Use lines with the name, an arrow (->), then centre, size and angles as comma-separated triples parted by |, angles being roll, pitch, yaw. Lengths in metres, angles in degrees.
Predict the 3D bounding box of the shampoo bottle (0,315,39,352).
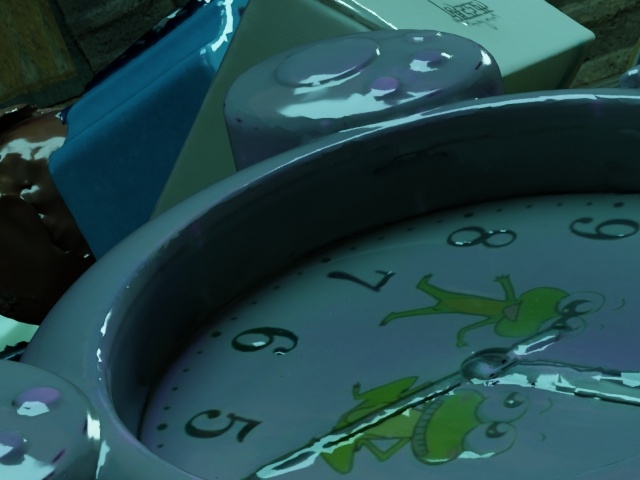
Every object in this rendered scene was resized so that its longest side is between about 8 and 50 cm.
shampoo bottle -> -0.361, 0.149, 1.547 | 0.350, 0.151, 0.222 | -25, 13, -19

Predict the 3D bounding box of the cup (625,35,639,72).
cup -> 0.303, -0.073, 1.157 | 0.226, 0.182, 0.264 | 13, 7, 12

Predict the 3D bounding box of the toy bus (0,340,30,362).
toy bus -> -0.268, 0.157, 1.196 | 0.297, 0.131, 0.106 | -25, 5, -22

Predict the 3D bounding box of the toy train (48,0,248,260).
toy train -> -0.002, -0.038, 1.205 | 0.188, 0.265, 0.300 | -32, -4, 32

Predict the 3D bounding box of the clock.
clock -> 0.058, 0.050, 0.522 | 0.322, 0.113, 0.295 | 7, 33, 33

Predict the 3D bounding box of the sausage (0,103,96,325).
sausage -> -0.138, -0.014, 1.297 | 0.152, 0.152, 0.280 | -18, -13, 35

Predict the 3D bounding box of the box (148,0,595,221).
box -> 0.002, 0.001, 0.931 | 0.274, 0.116, 0.203 | -63, -13, 21
